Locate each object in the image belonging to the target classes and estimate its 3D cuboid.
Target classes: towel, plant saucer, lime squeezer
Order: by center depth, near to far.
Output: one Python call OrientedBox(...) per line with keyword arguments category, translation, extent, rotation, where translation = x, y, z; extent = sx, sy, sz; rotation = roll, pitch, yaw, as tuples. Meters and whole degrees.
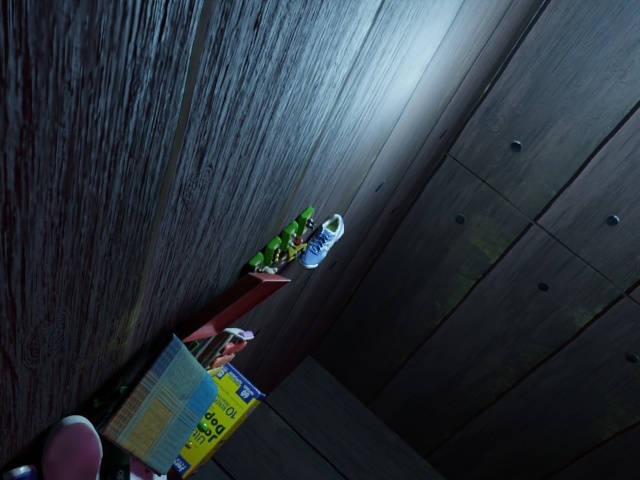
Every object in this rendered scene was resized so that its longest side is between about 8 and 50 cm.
OrientedBox(category="lime squeezer", translation=(-0.420, 0.333, 1.590), extent=(0.310, 0.059, 0.110), rotation=(-27, 140, -49))
OrientedBox(category="towel", translation=(-0.376, 0.402, 1.617), extent=(0.271, 0.040, 0.370), rotation=(-56, 155, -23))
OrientedBox(category="plant saucer", translation=(-0.217, 0.158, 1.690), extent=(0.259, 0.048, 0.258), rotation=(-36, 171, 8))

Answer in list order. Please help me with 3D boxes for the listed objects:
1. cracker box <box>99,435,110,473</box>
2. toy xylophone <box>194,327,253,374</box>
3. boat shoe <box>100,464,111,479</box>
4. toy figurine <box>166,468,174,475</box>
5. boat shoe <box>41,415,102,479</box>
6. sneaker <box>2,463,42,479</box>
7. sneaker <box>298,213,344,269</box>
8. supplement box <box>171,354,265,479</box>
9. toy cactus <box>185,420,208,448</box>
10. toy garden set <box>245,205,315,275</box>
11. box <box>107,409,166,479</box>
OrientedBox(category="cracker box", translation=(-0.607, 0.618, 1.776), extent=(0.155, 0.067, 0.232), rotation=(-44, 168, -31))
OrientedBox(category="toy xylophone", translation=(-0.328, 0.375, 2.020), extent=(0.323, 0.081, 0.236), rotation=(-51, 169, 9))
OrientedBox(category="boat shoe", translation=(-0.528, 0.600, 1.677), extent=(0.070, 0.078, 0.219), rotation=(-9, -165, 11))
OrientedBox(category="toy figurine", translation=(-0.552, 0.850, 2.234), extent=(0.191, 0.217, 0.362), rotation=(-23, 169, -4))
OrientedBox(category="boat shoe", translation=(-0.557, 0.494, 1.480), extent=(0.127, 0.158, 0.341), rotation=(-10, 120, -31))
OrientedBox(category="sneaker", translation=(-0.599, 0.509, 1.366), extent=(0.058, 0.085, 0.152), rotation=(-15, 159, -16))
OrientedBox(category="sneaker", translation=(0.000, 0.000, 2.086), extent=(0.211, 0.080, 0.081), rotation=(-55, 166, -26))
OrientedBox(category="supplement box", translation=(-0.376, 0.577, 2.209), extent=(0.356, 0.194, 0.195), rotation=(-47, 169, -11))
OrientedBox(category="toy cactus", translation=(-0.424, 0.487, 1.885), extent=(0.112, 0.219, 0.181), rotation=(5, 85, -65))
OrientedBox(category="toy garden set", translation=(-0.106, 0.042, 1.849), extent=(0.244, 0.049, 0.204), rotation=(-44, 168, -27))
OrientedBox(category="box", translation=(-0.461, 0.579, 1.706), extent=(0.058, 0.322, 0.232), rotation=(-7, 171, 8))
